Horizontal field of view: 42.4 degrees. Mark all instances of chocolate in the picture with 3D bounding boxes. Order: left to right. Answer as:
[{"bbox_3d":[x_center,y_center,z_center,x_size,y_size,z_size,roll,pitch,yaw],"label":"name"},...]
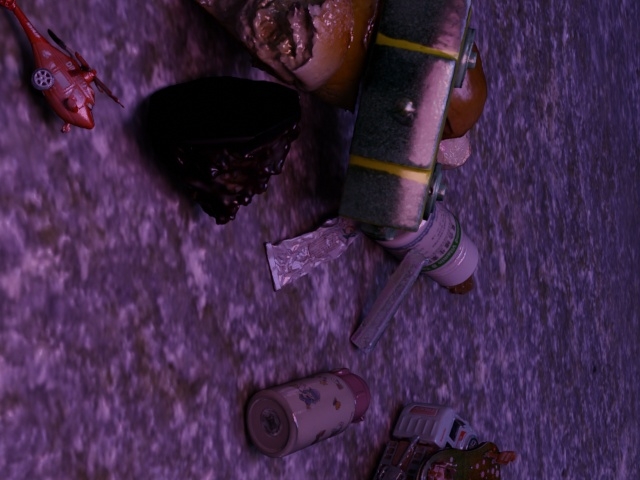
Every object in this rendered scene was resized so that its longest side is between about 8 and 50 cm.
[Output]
[{"bbox_3d":[-0.125,-0.111,1.151,0.224,0.206,0.177,-103,-170,-57],"label":"chocolate"}]

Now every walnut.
[{"bbox_3d":[0.193,-0.343,1.550,0.209,0.208,0.336,-41,120,-44],"label":"walnut"}]

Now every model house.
[{"bbox_3d":[0.308,0.486,1.489,0.293,0.154,0.207,8,85,-50],"label":"model house"}]

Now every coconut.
[{"bbox_3d":[0.256,-0.210,1.692,0.110,0.110,0.125,-36,120,-46],"label":"coconut"}]

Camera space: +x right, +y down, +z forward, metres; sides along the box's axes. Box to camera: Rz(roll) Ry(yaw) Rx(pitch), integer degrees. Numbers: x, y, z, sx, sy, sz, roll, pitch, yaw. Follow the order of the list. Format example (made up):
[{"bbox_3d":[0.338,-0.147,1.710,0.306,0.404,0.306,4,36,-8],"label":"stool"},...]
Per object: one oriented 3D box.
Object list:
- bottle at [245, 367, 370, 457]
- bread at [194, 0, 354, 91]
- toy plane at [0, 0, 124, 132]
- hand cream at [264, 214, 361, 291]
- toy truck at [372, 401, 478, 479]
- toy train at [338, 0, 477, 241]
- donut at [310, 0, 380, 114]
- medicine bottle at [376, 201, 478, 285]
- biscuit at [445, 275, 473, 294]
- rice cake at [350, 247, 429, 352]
[{"bbox_3d":[-0.008,0.273,1.347,0.233,0.109,0.110,-7,94,-51],"label":"bottle"},{"bbox_3d":[-0.047,-0.318,1.167,0.171,0.314,0.192,-45,139,3],"label":"bread"},{"bbox_3d":[-0.323,-0.219,0.975,0.077,0.126,0.194,-37,122,-14],"label":"toy plane"},{"bbox_3d":[0.003,0.000,1.422,0.257,0.050,0.084,-30,115,-45],"label":"hand cream"},{"bbox_3d":[0.179,0.452,1.559,0.162,0.136,0.305,53,51,-36],"label":"toy truck"},{"bbox_3d":[0.140,-0.206,1.338,0.272,0.179,0.442,-34,137,-79],"label":"toy train"},{"bbox_3d":[0.037,-0.347,1.350,0.272,0.107,0.272,-170,-90,-89],"label":"donut"},{"bbox_3d":[0.206,-0.005,1.605,0.237,0.139,0.139,38,60,-45],"label":"medicine bottle"},{"bbox_3d":[0.303,0.073,1.817,0.130,0.019,0.119,48,53,-39],"label":"biscuit"},{"bbox_3d":[0.126,0.109,1.506,0.211,0.043,0.034,-58,157,6],"label":"rice cake"}]
